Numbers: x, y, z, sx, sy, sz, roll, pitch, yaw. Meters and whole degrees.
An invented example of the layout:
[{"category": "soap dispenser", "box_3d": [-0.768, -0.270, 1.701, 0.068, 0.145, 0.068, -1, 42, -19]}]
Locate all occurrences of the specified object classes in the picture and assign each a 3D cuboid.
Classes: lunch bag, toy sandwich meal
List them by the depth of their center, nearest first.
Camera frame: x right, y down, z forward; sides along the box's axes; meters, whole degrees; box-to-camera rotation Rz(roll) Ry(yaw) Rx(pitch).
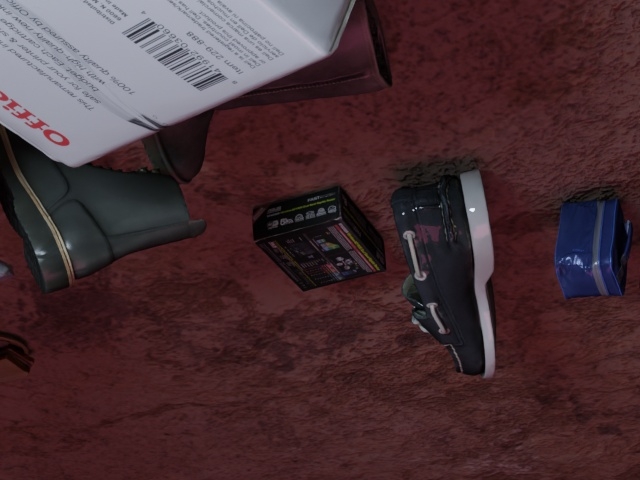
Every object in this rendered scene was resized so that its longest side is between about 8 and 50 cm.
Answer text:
[{"category": "lunch bag", "box_3d": [0.266, 0.006, 1.368, 0.065, 0.098, 0.067, -2, 142, 23]}, {"category": "toy sandwich meal", "box_3d": [-0.362, 0.131, 1.585, 0.086, 0.029, 0.085, -3, 150, -2]}]

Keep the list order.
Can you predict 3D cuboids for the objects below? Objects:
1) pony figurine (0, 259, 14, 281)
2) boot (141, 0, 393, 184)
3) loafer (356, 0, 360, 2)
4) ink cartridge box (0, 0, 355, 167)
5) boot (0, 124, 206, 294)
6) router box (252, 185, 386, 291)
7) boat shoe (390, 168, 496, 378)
[{"category": "pony figurine", "box_3d": [-0.373, 0.044, 1.096, 0.303, 0.363, 0.351, 25, 166, -29]}, {"category": "boot", "box_3d": [-0.046, -0.122, 1.149, 0.209, 0.076, 0.189, -13, 152, 3]}, {"category": "loafer", "box_3d": [0.007, -0.209, 0.992, 0.251, 0.094, 0.087, -12, 115, 17]}, {"category": "ink cartridge box", "box_3d": [-0.140, -0.176, 0.880, 0.211, 0.121, 0.289, 37, 147, -29]}, {"category": "boot", "box_3d": [-0.189, -0.050, 1.160, 0.137, 0.198, 0.076, -18, 146, -17]}, {"category": "router box", "box_3d": [0.000, 0.000, 1.385, 0.092, 0.038, 0.122, -14, 149, 18]}, {"category": "boat shoe", "box_3d": [0.124, 0.039, 1.406, 0.091, 0.114, 0.302, -7, 138, 5]}]
